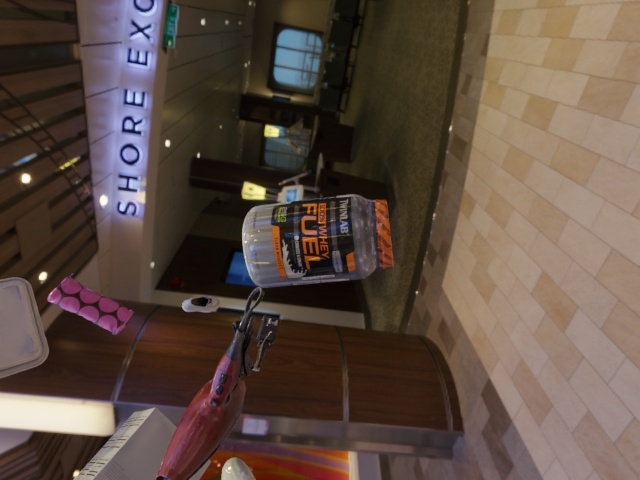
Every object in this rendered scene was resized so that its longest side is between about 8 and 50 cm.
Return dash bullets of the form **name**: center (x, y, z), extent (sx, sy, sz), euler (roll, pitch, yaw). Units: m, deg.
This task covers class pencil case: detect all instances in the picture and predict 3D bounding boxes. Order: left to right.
- **pencil case**: center (-0.631, 0.182, 1.120), extent (0.098, 0.209, 0.095), euler (-40, 20, 57)

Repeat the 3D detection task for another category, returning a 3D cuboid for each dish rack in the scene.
- **dish rack**: center (-1.105, 0.295, 1.351), extent (0.072, 0.285, 0.333), euler (-28, 79, 47)

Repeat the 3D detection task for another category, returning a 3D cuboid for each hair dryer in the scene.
- **hair dryer**: center (-0.157, 0.217, 0.606), extent (0.224, 0.080, 0.294), euler (80, -149, -67)

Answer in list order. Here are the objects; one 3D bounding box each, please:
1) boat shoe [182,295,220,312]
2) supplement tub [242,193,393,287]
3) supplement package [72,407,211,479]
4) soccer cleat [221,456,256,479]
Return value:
- **boat shoe**: center (-0.476, 0.255, 1.656), extent (0.063, 0.184, 0.066), euler (-26, 66, 30)
- **supplement tub**: center (0.000, 0.000, 0.913), extent (0.193, 0.315, 0.194), euler (-7, -90, -81)
- **supplement package**: center (-0.404, 0.528, 0.905), extent (0.149, 0.194, 0.203), euler (-28, 15, 42)
- **soccer cleat**: center (-0.121, 0.444, 0.619), extent (0.076, 0.068, 0.197), euler (11, -122, -58)
